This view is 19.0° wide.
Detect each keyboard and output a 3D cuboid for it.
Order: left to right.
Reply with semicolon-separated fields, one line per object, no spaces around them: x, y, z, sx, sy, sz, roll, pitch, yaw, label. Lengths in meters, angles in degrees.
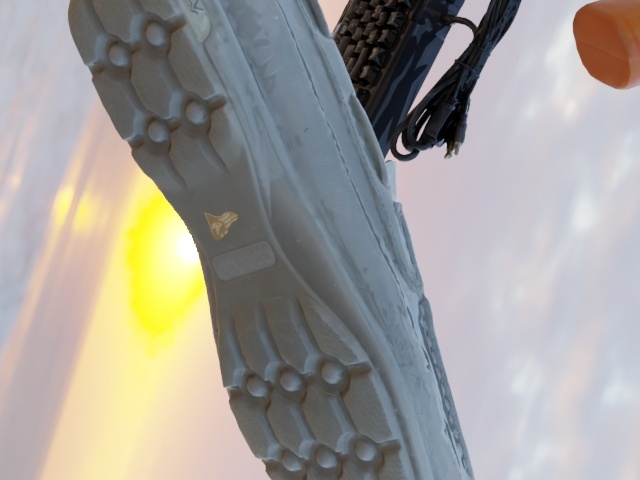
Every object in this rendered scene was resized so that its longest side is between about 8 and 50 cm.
0.061;-0.142;1.191;0.201;0.033;0.317;14;-104;59;keyboard

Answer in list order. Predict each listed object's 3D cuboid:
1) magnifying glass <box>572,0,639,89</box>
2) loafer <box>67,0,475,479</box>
0.176;-0.085;0.530;0.092;0.231;0.026;-141;-145;-60;magnifying glass
0.000;0.000;0.855;0.112;0.319;0.111;-11;-165;44;loafer
